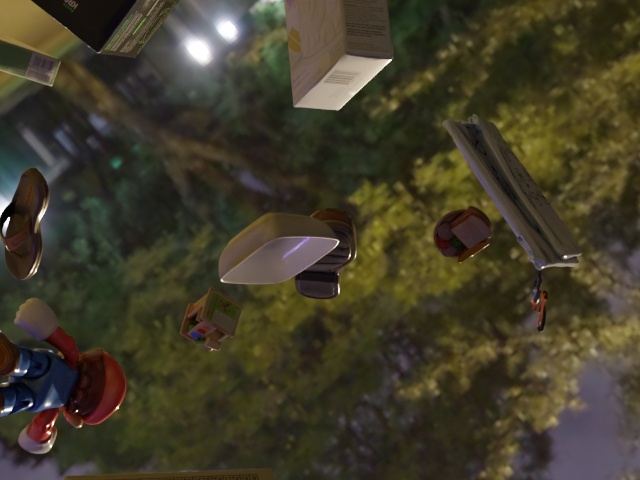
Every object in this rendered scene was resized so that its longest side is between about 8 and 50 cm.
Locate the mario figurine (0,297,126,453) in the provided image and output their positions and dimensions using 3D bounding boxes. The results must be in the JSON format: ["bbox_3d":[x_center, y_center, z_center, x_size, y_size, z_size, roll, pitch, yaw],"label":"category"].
[{"bbox_3d":[-0.433,0.209,1.898,0.198,0.170,0.320,-37,157,13],"label":"mario figurine"}]

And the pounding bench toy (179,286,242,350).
[{"bbox_3d":[-0.149,0.117,1.654,0.065,0.052,0.083,-36,-150,43],"label":"pounding bench toy"}]

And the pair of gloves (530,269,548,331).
[{"bbox_3d":[0.328,0.090,1.879,0.083,0.010,0.074,-91,-177,-51],"label":"pair of gloves"}]

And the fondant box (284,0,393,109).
[{"bbox_3d":[0.022,-0.422,2.189,0.096,0.330,0.238,3,162,-23],"label":"fondant box"}]

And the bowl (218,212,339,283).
[{"bbox_3d":[-0.064,0.008,1.747,0.142,0.053,0.142,4,148,-47],"label":"bowl"}]

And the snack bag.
[{"bbox_3d":[0.349,-0.091,2.263,0.037,0.323,0.342,-35,168,18],"label":"snack bag"}]

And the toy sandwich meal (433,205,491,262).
[{"bbox_3d":[0.197,-0.007,1.736,0.085,0.085,0.029,-38,-157,17],"label":"toy sandwich meal"}]

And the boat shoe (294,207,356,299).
[{"bbox_3d":[0.000,0.000,2.131,0.307,0.110,0.104,111,-14,-66],"label":"boat shoe"}]

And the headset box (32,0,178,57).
[{"bbox_3d":[-0.369,-0.404,1.920,0.131,0.246,0.283,-52,180,8],"label":"headset box"}]

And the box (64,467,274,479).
[{"bbox_3d":[-0.157,0.338,1.341,0.148,0.232,0.127,-112,-152,-56],"label":"box"}]

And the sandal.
[{"bbox_3d":[-0.425,-0.023,1.778,0.049,0.072,0.180,-21,141,-44],"label":"sandal"}]

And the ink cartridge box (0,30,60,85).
[{"bbox_3d":[-0.585,-0.342,2.165,0.171,0.235,0.056,11,102,-56],"label":"ink cartridge box"}]
